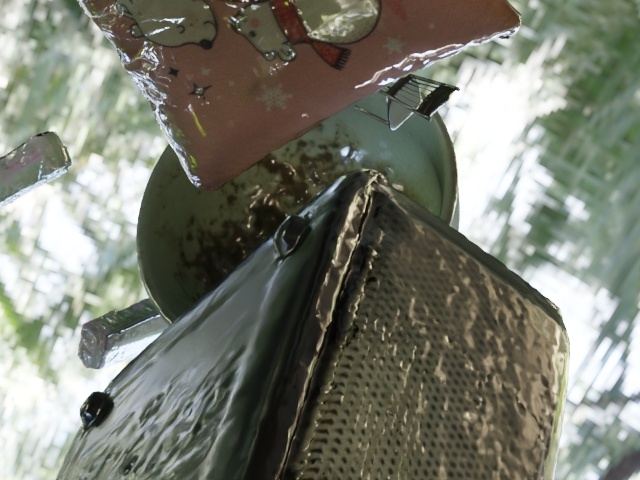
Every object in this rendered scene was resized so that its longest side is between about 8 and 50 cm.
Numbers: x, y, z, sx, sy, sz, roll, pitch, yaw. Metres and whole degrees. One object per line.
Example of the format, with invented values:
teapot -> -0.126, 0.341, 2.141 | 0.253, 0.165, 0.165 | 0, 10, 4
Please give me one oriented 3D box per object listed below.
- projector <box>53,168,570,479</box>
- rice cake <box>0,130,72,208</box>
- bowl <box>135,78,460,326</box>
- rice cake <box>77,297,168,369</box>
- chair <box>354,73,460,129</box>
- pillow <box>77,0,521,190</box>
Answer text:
projector -> -0.045, 0.214, 1.277 | 0.242, 0.395, 0.405 | 37, -138, -16
rice cake -> -0.271, -0.020, 1.351 | 0.033, 0.207, 0.033 | 63, -166, 8
bowl -> 0.000, 0.000, 1.591 | 0.289, 0.289, 0.146 | 54, -179, 35
rice cake -> -0.143, 0.073, 1.674 | 0.036, 0.047, 0.206 | 31, -151, 25
chair -> 0.063, -0.102, 1.343 | 0.086, 0.042, 0.037 | 27, -119, 36
pillow -> -0.033, -0.163, 1.032 | 0.236, 0.223, 0.084 | 58, -164, -22
